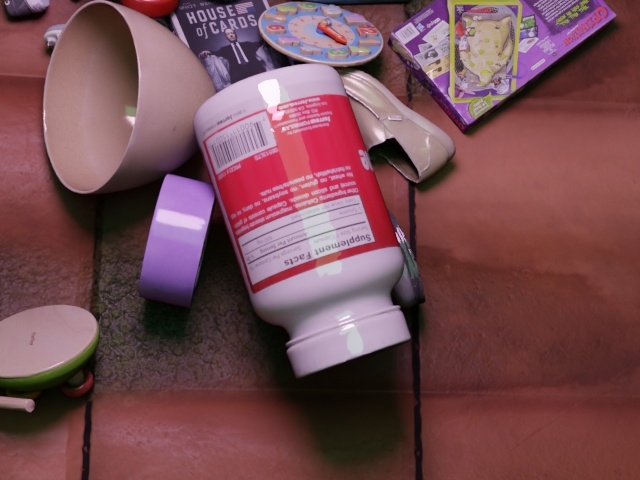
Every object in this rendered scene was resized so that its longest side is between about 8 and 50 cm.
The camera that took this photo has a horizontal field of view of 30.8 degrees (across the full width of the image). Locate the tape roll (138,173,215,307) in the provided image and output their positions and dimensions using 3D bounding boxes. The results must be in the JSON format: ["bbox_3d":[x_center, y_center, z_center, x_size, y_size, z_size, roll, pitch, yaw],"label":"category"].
[{"bbox_3d":[-0.210,0.001,1.727,0.080,0.189,0.189,12,72,-4],"label":"tape roll"}]

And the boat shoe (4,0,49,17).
[{"bbox_3d":[-0.504,-0.467,1.892,0.076,0.080,0.229,-20,80,13],"label":"boat shoe"}]

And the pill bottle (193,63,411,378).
[{"bbox_3d":[-0.017,-0.023,1.649,0.229,0.229,0.408,-17,83,-12],"label":"pill bottle"}]

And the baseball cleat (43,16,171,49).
[{"bbox_3d":[-0.341,-0.341,1.883,0.205,0.072,0.109,5,61,-12],"label":"baseball cleat"}]

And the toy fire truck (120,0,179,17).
[{"bbox_3d":[-0.250,-0.510,1.847,0.302,0.169,0.254,-21,59,-28],"label":"toy fire truck"}]

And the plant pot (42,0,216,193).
[{"bbox_3d":[-0.270,-0.207,1.763,0.191,0.284,0.284,2,70,-41],"label":"plant pot"}]

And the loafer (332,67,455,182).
[{"bbox_3d":[0.089,-0.186,1.868,0.268,0.102,0.092,31,66,2],"label":"loafer"}]

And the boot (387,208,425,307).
[{"bbox_3d":[0.000,0.000,1.812,0.222,0.118,0.338,-30,73,-8],"label":"boot"}]

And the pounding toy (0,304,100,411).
[{"bbox_3d":[-0.413,0.200,1.677,0.183,0.110,0.237,4,31,23],"label":"pounding toy"}]

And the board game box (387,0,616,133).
[{"bbox_3d":[0.310,-0.360,1.979,0.347,0.056,0.208,-36,77,-16],"label":"board game box"}]

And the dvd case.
[{"bbox_3d":[-0.140,-0.309,1.890,0.179,0.029,0.239,-17,77,-27],"label":"dvd case"}]

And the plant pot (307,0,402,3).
[{"bbox_3d":[0.024,-0.492,1.925,0.234,0.166,0.166,-8,75,-2],"label":"plant pot"}]

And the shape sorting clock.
[{"bbox_3d":[0.001,-0.338,1.882,0.206,0.040,0.206,11,35,-8],"label":"shape sorting clock"}]
